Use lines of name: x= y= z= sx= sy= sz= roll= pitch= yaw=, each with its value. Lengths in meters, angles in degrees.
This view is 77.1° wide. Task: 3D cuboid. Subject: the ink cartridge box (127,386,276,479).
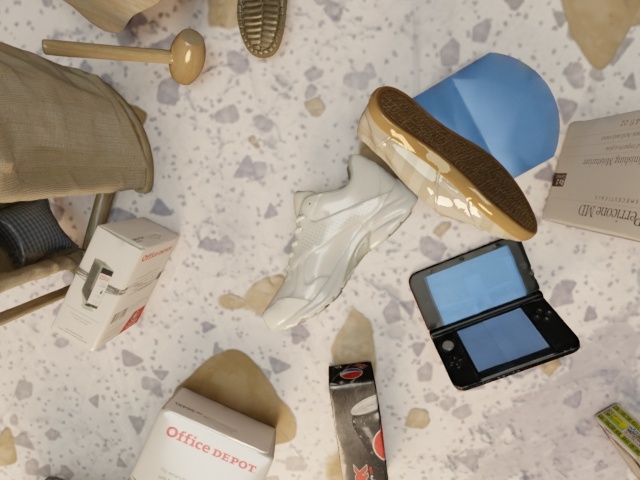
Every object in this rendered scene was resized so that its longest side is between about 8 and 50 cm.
ink cartridge box: x=-0.162 y=0.315 z=0.503 sx=0.148 sy=0.086 sz=0.203 roll=25 pitch=87 yaw=-1

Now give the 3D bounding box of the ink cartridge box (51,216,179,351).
ink cartridge box: x=-0.236 y=0.045 z=0.474 sx=0.056 sy=0.099 sz=0.135 roll=29 pitch=99 yaw=-1

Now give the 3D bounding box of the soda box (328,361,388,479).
soda box: x=0.050 y=0.246 z=0.514 sx=0.060 sy=0.053 sz=0.168 roll=-8 pitch=100 yaw=5

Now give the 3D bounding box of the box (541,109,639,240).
box: x=0.354 y=-0.048 z=0.380 sx=0.182 sy=0.181 sz=0.118 roll=12 pitch=100 yaw=1

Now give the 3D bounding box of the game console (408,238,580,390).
game console: x=0.194 y=0.081 z=0.464 sx=0.144 sy=0.124 sz=0.085 roll=-23 pitch=124 yaw=7

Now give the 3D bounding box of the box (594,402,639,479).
box: x=0.424 y=0.308 z=0.471 sx=0.036 sy=0.114 sz=0.207 roll=-36 pitch=96 yaw=8

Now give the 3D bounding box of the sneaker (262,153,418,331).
sneaker: x=0.000 y=0.000 z=0.467 sx=0.115 sy=0.090 sz=0.232 roll=41 pitch=91 yaw=3

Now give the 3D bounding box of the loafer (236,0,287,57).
loafer: x=-0.060 y=-0.278 z=0.435 sx=0.056 sy=0.050 sz=0.147 roll=7 pitch=116 yaw=6

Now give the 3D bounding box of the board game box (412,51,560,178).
board game box: x=0.174 y=-0.122 z=0.455 sx=0.169 sy=0.033 sz=0.133 roll=-30 pitch=92 yaw=7

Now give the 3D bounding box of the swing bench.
swing bench: x=-0.305 y=-0.048 z=0.385 sx=0.165 sy=0.253 sz=0.254 roll=39 pitch=100 yaw=-4

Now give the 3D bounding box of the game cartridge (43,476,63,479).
game cartridge: x=-0.351 y=0.539 z=0.588 sx=0.231 sy=0.068 sz=0.354 roll=17 pitch=100 yaw=-4

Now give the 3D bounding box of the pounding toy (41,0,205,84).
pounding toy: x=-0.210 y=-0.268 z=0.358 sx=0.270 sy=0.154 sz=0.154 roll=31 pitch=140 yaw=-24

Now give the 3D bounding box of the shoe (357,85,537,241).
shoe: x=0.131 y=-0.072 z=0.422 sx=0.219 sy=0.076 sz=0.058 roll=39 pitch=141 yaw=-2
